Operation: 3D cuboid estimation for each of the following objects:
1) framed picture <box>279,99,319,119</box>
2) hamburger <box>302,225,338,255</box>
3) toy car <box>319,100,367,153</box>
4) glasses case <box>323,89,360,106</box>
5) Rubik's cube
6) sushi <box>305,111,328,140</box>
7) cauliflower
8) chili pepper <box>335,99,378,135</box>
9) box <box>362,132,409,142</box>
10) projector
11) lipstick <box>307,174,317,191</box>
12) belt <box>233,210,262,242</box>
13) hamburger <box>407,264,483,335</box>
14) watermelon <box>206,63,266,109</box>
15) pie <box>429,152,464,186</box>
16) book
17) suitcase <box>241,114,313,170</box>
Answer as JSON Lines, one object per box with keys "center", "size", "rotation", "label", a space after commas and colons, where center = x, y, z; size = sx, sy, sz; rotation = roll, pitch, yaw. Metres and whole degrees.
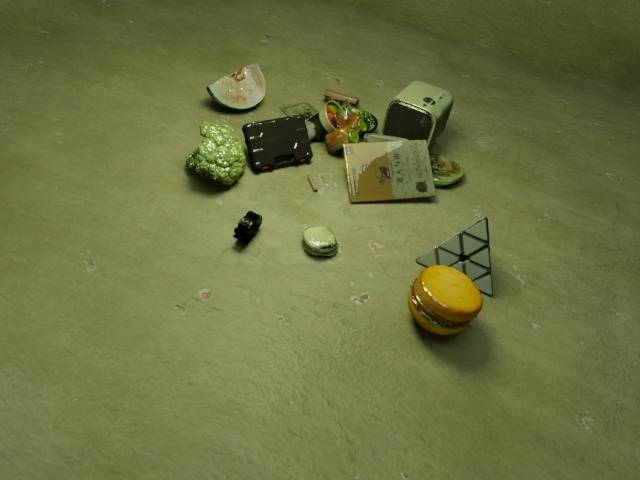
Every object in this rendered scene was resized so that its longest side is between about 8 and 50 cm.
{"center": [-0.077, -0.638, 2.205], "size": [0.173, 0.010, 0.231], "rotation": [-27, 59, -30], "label": "framed picture"}
{"center": [0.000, 0.000, 1.623], "size": [0.140, 0.062, 0.133], "rotation": [0, 48, -8], "label": "hamburger"}
{"center": [0.085, -0.543, 1.993], "size": [0.235, 0.145, 0.235], "rotation": [18, 65, -45], "label": "toy car"}
{"center": [0.101, -0.731, 2.271], "size": [0.194, 0.070, 0.102], "rotation": [18, 28, 8], "label": "glasses case"}
{"center": [0.548, 0.040, 1.639], "size": [0.229, 0.233, 0.228], "rotation": [29, -6, -33], "label": "Rubik's cube"}
{"center": [-0.095, -0.518, 2.042], "size": [0.273, 0.134, 0.109], "rotation": [-30, 40, -10], "label": "sushi"}
{"center": [-0.437, -0.342, 1.773], "size": [0.250, 0.275, 0.272], "rotation": [-17, 80, 21], "label": "cauliflower"}
{"center": [0.168, -0.604, 2.170], "size": [0.265, 0.116, 0.148], "rotation": [31, 39, 16], "label": "chili pepper"}
{"center": [0.301, -0.402, 1.991], "size": [0.227, 0.130, 0.162], "rotation": [8, 48, -5], "label": "box"}
{"center": [0.459, -0.587, 2.073], "size": [0.249, 0.248, 0.249], "rotation": [28, 49, 17], "label": "projector"}
{"center": [-0.034, -0.247, 1.862], "size": [0.019, 0.019, 0.094], "rotation": [-9, 52, -18], "label": "lipstick"}
{"center": [-0.262, -0.048, 1.586], "size": [0.058, 0.105, 0.140], "rotation": [26, 43, 6], "label": "belt"}
{"center": [0.407, 0.209, 1.446], "size": [0.246, 0.170, 0.246], "rotation": [13, 38, -11], "label": "hamburger"}
{"center": [-0.414, -0.736, 2.158], "size": [0.322, 0.188, 0.175], "rotation": [-34, 17, -26], "label": "watermelon"}
{"center": [0.557, -0.332, 2.031], "size": [0.241, 0.054, 0.240], "rotation": [5, 47, -5], "label": "pie"}
{"center": [0.299, -0.303, 1.875], "size": [0.389, 0.032, 0.268], "rotation": [-6, 79, -9], "label": "book"}
{"center": [-0.184, -0.429, 1.890], "size": [0.286, 0.066, 0.206], "rotation": [-16, 98, -23], "label": "suitcase"}
